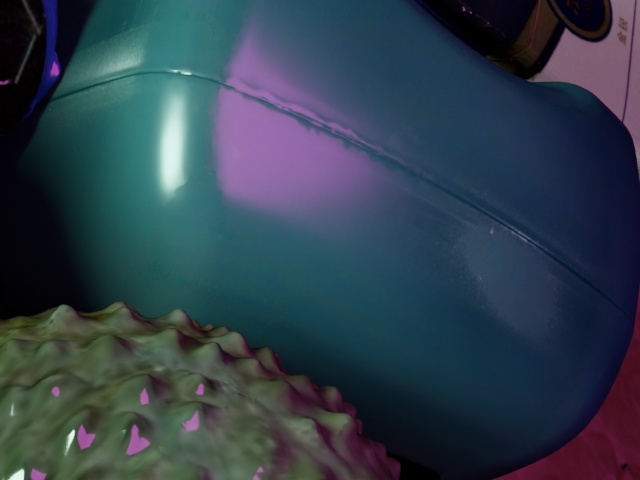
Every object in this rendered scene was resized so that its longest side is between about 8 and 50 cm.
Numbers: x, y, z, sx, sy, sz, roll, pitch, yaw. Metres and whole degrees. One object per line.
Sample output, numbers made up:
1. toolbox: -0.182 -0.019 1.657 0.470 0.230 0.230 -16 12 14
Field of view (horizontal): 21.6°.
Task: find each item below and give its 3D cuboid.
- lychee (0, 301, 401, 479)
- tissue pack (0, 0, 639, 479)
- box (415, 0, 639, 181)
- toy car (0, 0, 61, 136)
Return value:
1. lychee: -0.073 0.147 0.583 0.255 0.255 0.274 65 15 3
2. tissue pack: 0.000 0.000 0.748 0.287 0.198 0.206 28 64 -35
3. box: 0.148 -0.131 1.056 0.259 0.071 0.168 34 49 -29
4. toy car: -0.205 -0.077 0.633 0.216 0.063 0.103 -9 118 -25
